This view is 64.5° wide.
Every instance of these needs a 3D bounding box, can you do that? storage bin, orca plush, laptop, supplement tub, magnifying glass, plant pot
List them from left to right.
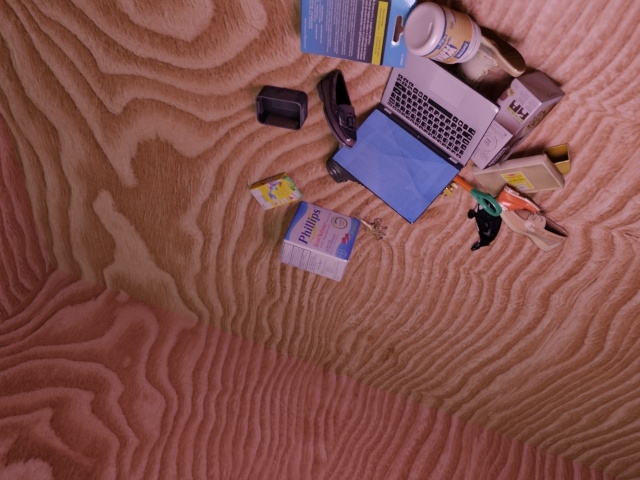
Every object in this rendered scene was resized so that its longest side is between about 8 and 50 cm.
[{"bbox_3d":[-0.144,-0.498,1.906,0.180,0.084,0.122,13,138,11],"label":"storage bin"},{"bbox_3d":[0.291,-0.347,1.662,0.382,0.236,0.408,42,146,16],"label":"laptop"},{"bbox_3d":[0.359,-0.602,1.487,0.200,0.144,0.144,-2,152,-35],"label":"supplement tub"},{"bbox_3d":[0.580,-0.171,1.888,0.231,0.026,0.092,49,176,31],"label":"magnifying glass"},{"bbox_3d":[0.654,-0.047,2.030,0.151,0.102,0.287,16,138,6],"label":"orca plush"},{"bbox_3d":[0.822,-0.268,1.751,0.082,0.081,0.083,-12,139,32],"label":"plant pot"}]

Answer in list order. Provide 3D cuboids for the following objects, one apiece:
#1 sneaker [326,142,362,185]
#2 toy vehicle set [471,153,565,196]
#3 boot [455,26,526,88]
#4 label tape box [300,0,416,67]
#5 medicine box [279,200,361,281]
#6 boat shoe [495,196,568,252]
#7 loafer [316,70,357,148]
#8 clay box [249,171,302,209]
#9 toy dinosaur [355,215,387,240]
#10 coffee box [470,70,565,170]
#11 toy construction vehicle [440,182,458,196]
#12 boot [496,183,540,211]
[{"bbox_3d":[0.146,-0.257,2.029,0.296,0.104,0.147,43,136,-14],"label":"sneaker"},{"bbox_3d":[0.698,-0.224,1.798,0.267,0.035,0.166,-4,149,47],"label":"toy vehicle set"},{"bbox_3d":[0.514,-0.526,1.551,0.213,0.077,0.165,54,148,25],"label":"boot"},{"bbox_3d":[0.116,-0.696,1.573,0.348,0.115,0.249,11,138,8],"label":"label tape box"},{"bbox_3d":[0.000,0.000,2.230,0.289,0.263,0.149,19,138,2],"label":"medicine box"},{"bbox_3d":[0.803,-0.081,1.932,0.341,0.121,0.110,29,135,-24],"label":"boat shoe"},{"bbox_3d":[0.069,-0.454,1.728,0.095,0.302,0.109,-36,148,31],"label":"loafer"},{"bbox_3d":[-0.190,-0.219,2.239,0.222,0.053,0.127,-15,127,32],"label":"clay box"},{"bbox_3d":[0.231,-0.054,2.229,0.093,0.053,0.183,-28,125,34],"label":"toy dinosaur"},{"bbox_3d":[0.609,-0.380,1.631,0.119,0.168,0.297,52,140,17],"label":"coffee box"},{"bbox_3d":[0.480,-0.206,1.969,0.086,0.035,0.098,42,155,-12],"label":"toy construction vehicle"},{"bbox_3d":[0.712,-0.132,1.831,0.158,0.059,0.084,27,117,-6],"label":"boot"}]
